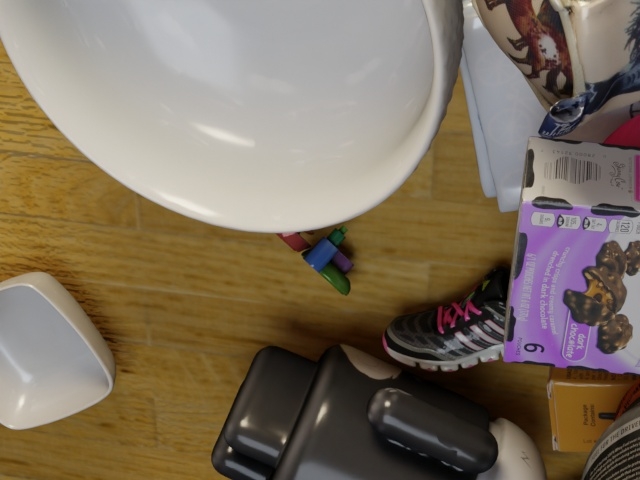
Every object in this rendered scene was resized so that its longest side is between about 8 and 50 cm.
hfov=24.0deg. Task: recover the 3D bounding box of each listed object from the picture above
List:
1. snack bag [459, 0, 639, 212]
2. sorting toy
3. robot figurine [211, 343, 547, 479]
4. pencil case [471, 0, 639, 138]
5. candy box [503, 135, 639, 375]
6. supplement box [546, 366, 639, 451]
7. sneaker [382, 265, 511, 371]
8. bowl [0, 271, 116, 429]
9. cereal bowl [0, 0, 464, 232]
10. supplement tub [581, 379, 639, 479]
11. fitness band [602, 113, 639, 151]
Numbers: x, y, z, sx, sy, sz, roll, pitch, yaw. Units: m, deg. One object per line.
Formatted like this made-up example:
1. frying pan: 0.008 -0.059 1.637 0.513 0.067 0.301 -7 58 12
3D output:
1. snack bag: 0.242 -0.181 1.046 0.323 0.037 0.342 -5 122 18
2. sorting toy: 0.000 0.000 1.227 0.042 0.061 0.102 -47 113 -1
3. robot figurine: 0.052 0.196 1.262 0.278 0.209 0.173 24 96 -2
4. pencil case: 0.293 -0.194 0.869 0.410 0.183 0.160 -19 105 -1
5. candy box: 0.234 0.018 1.060 0.196 0.070 0.165 6 134 6
6. supplement box: 0.303 0.123 1.210 0.233 0.080 0.078 -1 122 13
7. sneaker: 0.132 0.058 1.220 0.170 0.063 0.075 -6 122 12
8. bowl: -0.260 0.093 1.350 0.142 0.053 0.142 -22 114 26
9. cereal bowl: -0.054 -0.178 1.044 0.339 0.141 0.339 14 134 15
10. supplement tub: 0.273 0.239 1.054 0.193 0.316 0.193 7 127 9
11. fitness band: 0.332 -0.010 1.101 0.291 0.054 0.209 8 135 2
